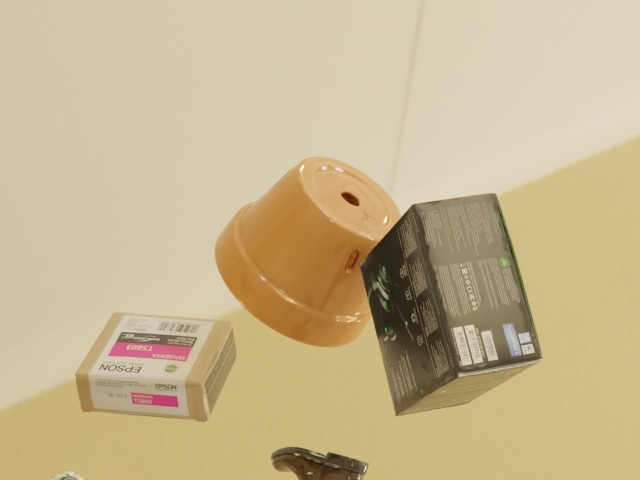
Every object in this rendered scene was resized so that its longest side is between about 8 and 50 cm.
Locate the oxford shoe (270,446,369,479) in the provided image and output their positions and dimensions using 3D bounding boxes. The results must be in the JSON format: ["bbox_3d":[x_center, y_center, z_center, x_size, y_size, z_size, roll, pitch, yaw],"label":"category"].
[{"bbox_3d":[-0.016,0.431,2.166,0.082,0.227,0.096,25,-106,-39],"label":"oxford shoe"}]

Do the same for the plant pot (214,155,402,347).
[{"bbox_3d":[0.000,0.000,1.935,0.290,0.291,0.203,1,-46,-45],"label":"plant pot"}]

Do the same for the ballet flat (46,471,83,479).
[{"bbox_3d":[-0.573,0.540,2.337,0.241,0.091,0.077,-30,8,-14],"label":"ballet flat"}]

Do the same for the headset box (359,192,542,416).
[{"bbox_3d":[0.172,0.101,1.687,0.131,0.246,0.283,-8,-18,-18],"label":"headset box"}]

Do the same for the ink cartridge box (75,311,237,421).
[{"bbox_3d":[-0.284,0.218,2.074,0.234,0.193,0.088,3,-59,12],"label":"ink cartridge box"}]
